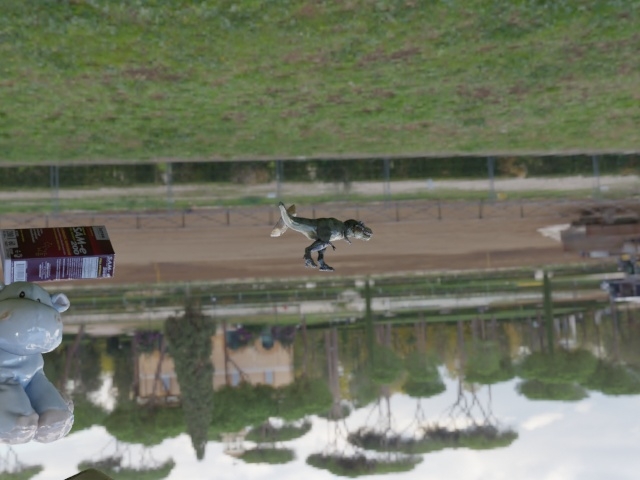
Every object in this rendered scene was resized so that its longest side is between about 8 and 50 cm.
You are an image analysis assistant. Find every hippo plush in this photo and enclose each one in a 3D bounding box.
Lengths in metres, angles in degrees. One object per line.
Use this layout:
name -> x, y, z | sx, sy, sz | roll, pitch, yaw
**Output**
hippo plush -> -0.517, 0.202, 1.347 | 0.234, 0.237, 0.294 | 25, -179, -26

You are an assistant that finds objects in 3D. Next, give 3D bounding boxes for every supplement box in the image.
supplement box -> -0.611, 0.031, 1.762 | 0.239, 0.073, 0.130 | -3, -146, -28

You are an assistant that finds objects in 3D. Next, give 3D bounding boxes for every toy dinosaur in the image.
toy dinosaur -> 0.000, 0.000, 1.554 | 0.064, 0.118, 0.268 | 0, 173, 43

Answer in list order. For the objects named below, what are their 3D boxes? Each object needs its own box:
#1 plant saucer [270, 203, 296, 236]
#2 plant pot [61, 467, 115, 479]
plant saucer -> -0.074, -0.038, 1.600 | 0.015, 0.083, 0.083 | 37, 177, 6
plant pot -> -0.644, 0.734, 2.061 | 0.284, 0.191, 0.284 | -23, 175, -2
